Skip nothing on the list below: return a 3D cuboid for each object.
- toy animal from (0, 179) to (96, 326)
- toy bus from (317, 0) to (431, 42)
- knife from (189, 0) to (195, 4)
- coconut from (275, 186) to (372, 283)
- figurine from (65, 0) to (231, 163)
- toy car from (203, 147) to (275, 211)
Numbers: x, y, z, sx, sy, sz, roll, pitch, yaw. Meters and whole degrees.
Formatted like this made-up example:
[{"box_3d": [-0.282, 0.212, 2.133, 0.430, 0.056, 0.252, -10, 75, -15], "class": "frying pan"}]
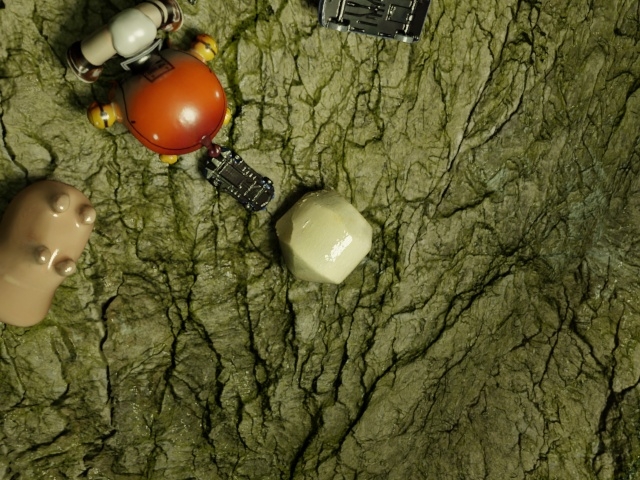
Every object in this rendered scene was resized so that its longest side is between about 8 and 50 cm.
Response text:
[{"box_3d": [-0.622, 0.023, 1.171, 0.237, 0.269, 0.326, 42, 59, -39], "class": "toy animal"}, {"box_3d": [0.114, -0.559, 1.321, 0.292, 0.133, 0.125, -3, 122, -31], "class": "toy bus"}, {"box_3d": [-0.259, -0.562, 1.176, 0.031, 0.018, 0.121, 6, 114, -30], "class": "knife"}, {"box_3d": [0.000, 0.000, 1.498, 0.247, 0.245, 0.245, -45, 129, 0], "class": "coconut"}, {"box_3d": [-0.328, -0.317, 1.157, 0.320, 0.196, 0.323, -40, 118, -13], "class": "figurine"}, {"box_3d": [-0.203, -0.152, 1.405, 0.103, 0.063, 0.216, -49, 134, 3], "class": "toy car"}]
